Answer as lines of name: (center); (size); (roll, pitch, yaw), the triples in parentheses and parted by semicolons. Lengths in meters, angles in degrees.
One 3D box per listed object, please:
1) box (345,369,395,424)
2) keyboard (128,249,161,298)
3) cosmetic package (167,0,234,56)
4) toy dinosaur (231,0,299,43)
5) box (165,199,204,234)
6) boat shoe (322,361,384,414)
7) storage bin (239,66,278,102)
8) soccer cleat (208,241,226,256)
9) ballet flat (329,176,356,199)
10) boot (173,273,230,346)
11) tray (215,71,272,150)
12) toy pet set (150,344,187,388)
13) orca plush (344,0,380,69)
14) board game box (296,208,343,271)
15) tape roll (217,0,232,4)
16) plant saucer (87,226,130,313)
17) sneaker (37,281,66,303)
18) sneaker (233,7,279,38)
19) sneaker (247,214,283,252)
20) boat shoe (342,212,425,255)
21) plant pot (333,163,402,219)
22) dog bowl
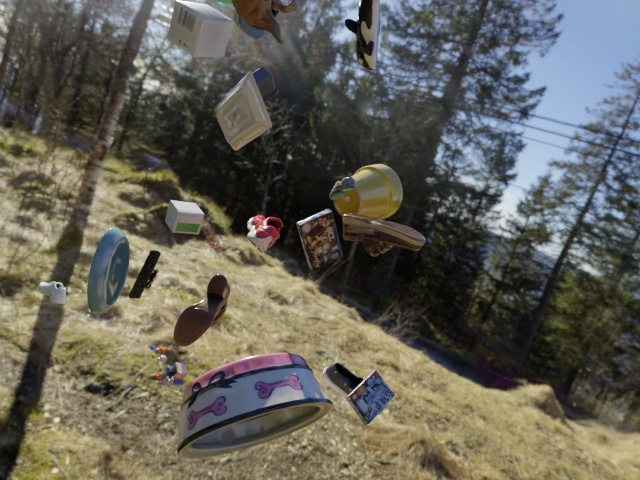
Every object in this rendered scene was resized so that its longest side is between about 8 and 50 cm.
box: (0.146, 0.455, 1.299); (0.137, 0.027, 0.094); (-29, 76, -43)
keyboard: (-0.634, 0.130, 1.652); (0.038, 0.192, 0.100); (25, -3, 9)
cosmetic package: (-0.469, -0.826, 1.750); (0.151, 0.151, 0.184); (37, 33, 13)
toy dinosaur: (-0.172, -0.575, 0.999); (0.200, 0.296, 0.127); (-16, 20, 12)
box: (-0.493, -0.084, 1.618); (0.101, 0.087, 0.102); (5, 25, -39)
boat shoe: (0.114, 0.452, 1.376); (0.228, 0.076, 0.080); (38, 32, -1)
storage bin: (-0.228, -0.551, 1.586); (0.098, 0.135, 0.091); (46, -18, 19)
soccer cleat: (-0.399, 0.033, 1.717); (0.083, 0.035, 0.029); (24, 7, 14)
ballet flat: (0.056, -0.135, 1.129); (0.041, 0.041, 0.114); (16, -17, -21)
boot: (-0.412, 0.270, 1.586); (0.109, 0.283, 0.220); (21, -29, 2)
tray: (-0.223, -0.339, 1.216); (0.030, 0.145, 0.270); (-27, 10, -29)
toy pet set: (-0.460, 0.386, 1.320); (0.114, 0.065, 0.122); (26, 24, -43)
orca plush: (0.116, -0.627, 1.297); (0.102, 0.151, 0.287); (8, -16, 9)
board game box: (0.000, 0.000, 1.993); (0.165, 0.243, 0.042); (-26, 30, -19)
tape roll: (-0.356, -1.100, 1.733); (0.321, 0.321, 0.077); (18, 42, -11)
plant saucer: (-0.750, 0.109, 1.603); (0.044, 0.317, 0.317); (11, 10, -8)
sneaker: (-0.907, 0.165, 1.518); (0.152, 0.061, 0.054); (19, 3, 32)
sneaker: (-0.234, -0.844, 1.643); (0.147, 0.130, 0.330); (48, -11, 3)
sneaker: (-0.187, -0.039, 1.599); (0.107, 0.118, 0.279); (52, 4, -21)
boat shoe: (0.203, -0.004, 1.530); (0.342, 0.123, 0.123); (19, 15, 41)
plant pot: (0.193, -0.200, 1.975); (0.239, 0.254, 0.254); (-17, 33, -41)
dog bowl: (-0.181, 0.436, 1.187); (0.408, 0.408, 0.150); (12, 47, -43)
